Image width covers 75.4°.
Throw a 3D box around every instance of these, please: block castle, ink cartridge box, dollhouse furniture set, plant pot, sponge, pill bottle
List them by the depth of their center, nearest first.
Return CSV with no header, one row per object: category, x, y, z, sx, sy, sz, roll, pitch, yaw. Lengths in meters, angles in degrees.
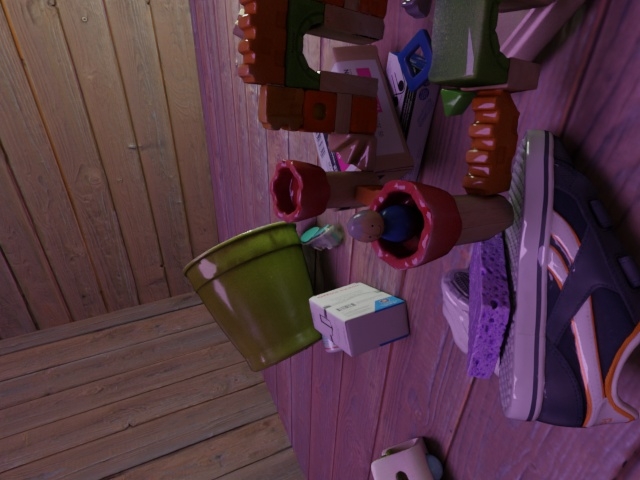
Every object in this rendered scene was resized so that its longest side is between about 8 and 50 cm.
block castle,0.057,-0.223,0.451,0.303,0.213,0.452,23,115,52
sponge,0.211,0.056,0.533,0.210,0.031,0.117,-64,-25,-51
ink cartridge box,0.143,-0.205,0.717,0.097,0.046,0.207,-124,30,-45
ink cartridge box,0.059,-0.194,0.756,0.193,0.088,0.234,135,123,-68
ink cartridge box,0.082,0.171,0.947,0.203,0.148,0.085,-166,63,-67
pill bottle,0.037,0.228,1.173,0.087,0.087,0.160,156,101,-68
dollhouse furniture set,-0.166,-0.684,1.239,0.144,0.123,0.151,-6,62,68
plant pot,-0.164,0.180,1.240,0.352,0.367,0.366,63,157,8

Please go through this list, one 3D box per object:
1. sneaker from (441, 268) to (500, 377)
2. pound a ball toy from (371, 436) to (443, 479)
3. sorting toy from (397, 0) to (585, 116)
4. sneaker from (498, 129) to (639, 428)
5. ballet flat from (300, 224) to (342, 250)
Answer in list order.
sneaker,0.256,0.150,0.608,0.232,0.091,0.115,-114,16,-48
pound a ball toy,0.218,0.579,0.812,0.319,0.136,0.208,68,-167,21
sorting toy,0.213,-0.300,0.482,0.196,0.047,0.347,64,151,20
sneaker,0.271,0.034,0.454,0.126,0.128,0.320,37,-122,-71
ballet flat,0.000,0.000,1.171,0.068,0.072,0.213,49,164,-10
